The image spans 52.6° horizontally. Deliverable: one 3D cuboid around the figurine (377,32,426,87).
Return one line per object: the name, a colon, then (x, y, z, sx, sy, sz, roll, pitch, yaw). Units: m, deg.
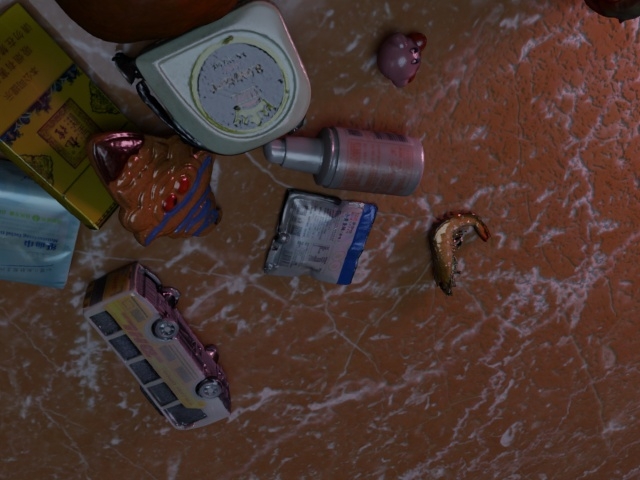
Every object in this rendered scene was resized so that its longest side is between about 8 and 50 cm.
figurine: (0.120, -0.273, 0.982, 0.067, 0.071, 0.083, 12, 116, 25)

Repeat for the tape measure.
tape measure: (-0.137, -0.216, 0.920, 0.235, 0.115, 0.207, -24, 119, 4)

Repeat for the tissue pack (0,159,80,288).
tissue pack: (-0.490, -0.031, 0.941, 0.263, 0.089, 0.177, 12, 117, -22)

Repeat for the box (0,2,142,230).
box: (-0.361, -0.160, 0.881, 0.279, 0.041, 0.153, 50, 59, -33)

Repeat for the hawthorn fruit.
hawthorn fruit: (-0.194, -0.352, 0.702, 0.268, 0.301, 0.267, -2, 96, -18)

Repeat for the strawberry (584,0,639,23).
strawberry: (0.424, -0.485, 0.903, 0.265, 0.149, 0.336, -30, 114, 0)

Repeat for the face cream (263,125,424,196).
face cream: (0.033, -0.129, 1.026, 0.252, 0.101, 0.101, 4, 120, -18)

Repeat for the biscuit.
biscuit: (-0.233, -0.081, 0.958, 0.183, 0.043, 0.280, -62, 148, -9)

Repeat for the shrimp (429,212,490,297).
shrimp: (0.267, 0.022, 1.232, 0.124, 0.034, 0.178, -21, 120, -10)

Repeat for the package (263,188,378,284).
package: (0.000, 0.000, 1.142, 0.173, 0.027, 0.171, 9, 114, -22)

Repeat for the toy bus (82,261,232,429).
toy bus: (-0.274, 0.197, 1.139, 0.138, 0.097, 0.342, -23, 124, 1)
